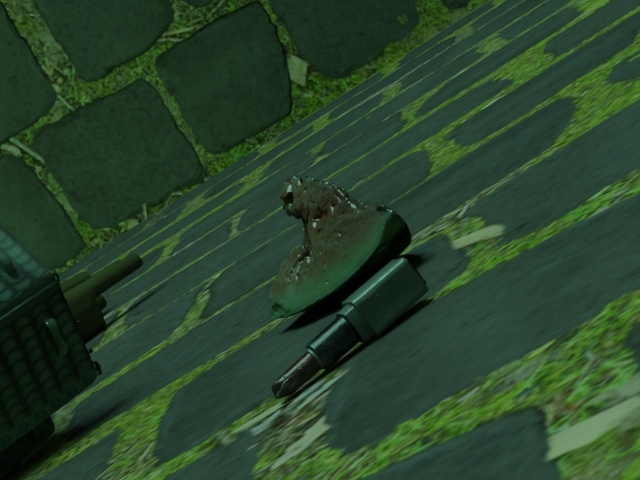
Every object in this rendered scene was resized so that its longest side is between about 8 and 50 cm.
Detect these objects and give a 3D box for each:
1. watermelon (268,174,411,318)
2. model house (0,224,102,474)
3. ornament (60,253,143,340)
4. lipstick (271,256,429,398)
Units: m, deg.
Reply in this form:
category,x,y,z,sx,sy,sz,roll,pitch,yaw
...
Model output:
category,x,y,z,sx,sy,sz,roll,pitch,yaw
watermelon,0.008,0.007,1.200,0.101,0.080,0.155,-46,28,-26
model house,-0.317,0.112,1.361,0.224,0.198,0.215,-35,4,-31
ornament,-0.296,0.097,1.942,0.245,0.061,0.230,-36,9,-33
lipstick,0.013,0.053,1.009,0.107,0.025,0.025,-40,7,-14
